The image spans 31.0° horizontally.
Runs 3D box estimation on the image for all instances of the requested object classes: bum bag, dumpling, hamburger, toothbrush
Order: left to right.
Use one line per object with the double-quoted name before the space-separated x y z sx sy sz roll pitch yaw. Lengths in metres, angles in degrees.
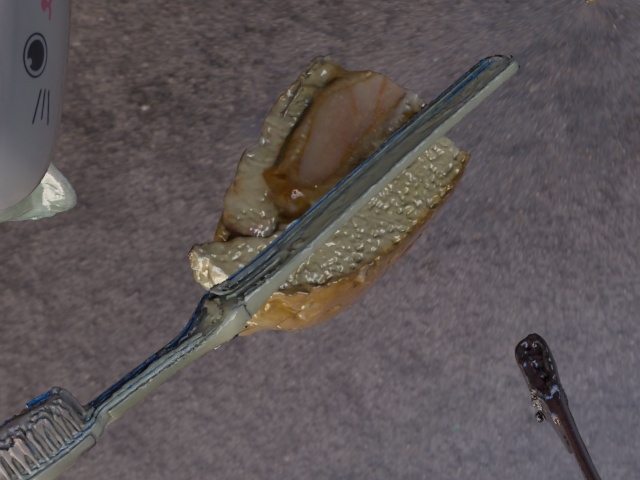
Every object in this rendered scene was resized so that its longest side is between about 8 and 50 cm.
"dumpling" -0.326 -0.074 1.142 0.149 0.216 0.104 -11 69 -22
"toothbrush" -0.019 0.008 0.479 0.294 0.026 0.028 -38 125 -20
"hamburger" 0.000 0.000 0.765 0.135 0.207 0.155 25 135 4
"bum bag" 0.167 0.146 0.751 0.026 0.109 0.159 -22 61 6

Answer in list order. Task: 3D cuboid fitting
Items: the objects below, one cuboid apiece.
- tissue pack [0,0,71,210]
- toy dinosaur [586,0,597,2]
"tissue pack" -0.314 -0.188 0.906 0.229 0.236 0.333 3 95 -5
"toy dinosaur" 0.291 -0.211 0.839 0.162 0.126 0.039 -10 74 -17
